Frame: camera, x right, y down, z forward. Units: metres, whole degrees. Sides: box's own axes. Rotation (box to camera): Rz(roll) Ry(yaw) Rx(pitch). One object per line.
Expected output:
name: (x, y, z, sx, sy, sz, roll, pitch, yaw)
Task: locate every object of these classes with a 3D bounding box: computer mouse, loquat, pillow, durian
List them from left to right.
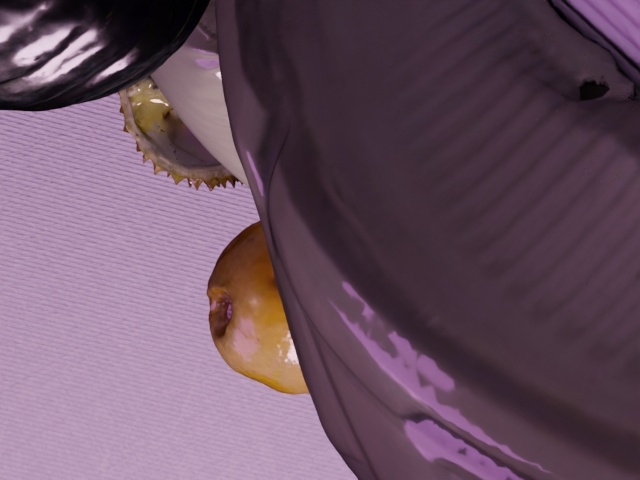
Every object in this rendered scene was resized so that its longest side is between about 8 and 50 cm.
pillow: (-0.101, -0.192, 0.986, 0.322, 0.119, 0.255, 57, 175, 29)
durian: (-0.168, -0.189, 1.687, 0.306, 0.172, 0.166, 66, 154, 15)
loquat: (-0.028, 0.081, 1.528, 0.213, 0.213, 0.213, 59, 176, 7)
computer mouse: (0.051, 0.015, 0.511, 0.429, 0.145, 0.228, 56, 177, 40)

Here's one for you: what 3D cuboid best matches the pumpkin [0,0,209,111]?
pumpkin: (-0.144, -0.220, 0.704, 0.296, 0.295, 0.296, 59, 176, 7)
